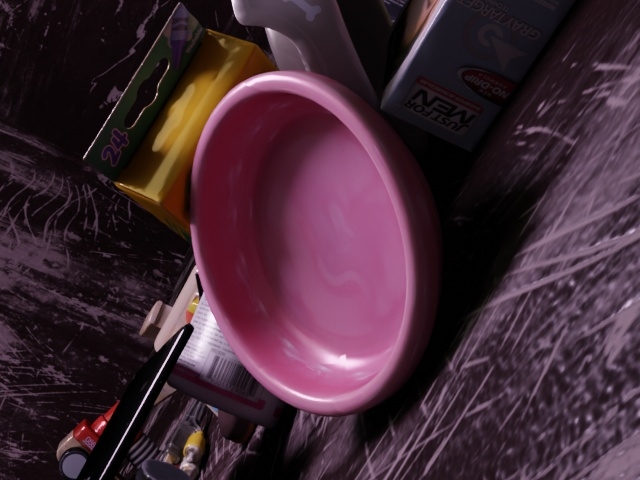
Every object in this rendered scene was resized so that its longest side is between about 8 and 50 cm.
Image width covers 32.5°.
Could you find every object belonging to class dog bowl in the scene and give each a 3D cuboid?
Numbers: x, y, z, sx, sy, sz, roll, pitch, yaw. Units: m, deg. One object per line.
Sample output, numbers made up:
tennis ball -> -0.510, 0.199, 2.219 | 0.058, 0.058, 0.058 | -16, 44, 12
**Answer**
dog bowl -> 0.021, -0.211, 1.259 | 0.102, 0.349, 0.349 | -22, 27, 16

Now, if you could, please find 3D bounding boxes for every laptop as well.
laptop -> -0.197, 0.362, 1.352 | 0.408, 0.236, 0.382 | -63, 9, -21

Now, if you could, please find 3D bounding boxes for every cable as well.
cable -> -0.222, 0.346, 1.945 | 0.139, 0.072, 0.287 | -59, 2, 28

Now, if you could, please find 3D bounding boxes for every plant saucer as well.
plant saucer -> 0.000, 0.000, 1.061 | 0.084, 0.332, 0.332 | -16, -29, -41

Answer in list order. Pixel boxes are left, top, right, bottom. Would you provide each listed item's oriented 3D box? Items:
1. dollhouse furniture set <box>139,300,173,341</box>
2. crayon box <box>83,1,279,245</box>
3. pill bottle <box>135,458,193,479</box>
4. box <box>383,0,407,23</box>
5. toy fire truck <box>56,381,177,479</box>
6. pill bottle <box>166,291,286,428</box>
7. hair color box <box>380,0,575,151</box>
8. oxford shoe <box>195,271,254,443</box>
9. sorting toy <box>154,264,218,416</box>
dollhouse furniture set -> -0.192, 0.042, 2.110 | 0.303, 0.173, 0.356 | -42, 26, 65
crayon box -> -0.099, -0.091, 1.250 | 0.203, 0.083, 0.323 | -61, -35, -9
pill bottle -> -0.288, 0.468, 1.759 | 0.219, 0.122, 0.123 | -64, 10, 8
box -> 0.096, -0.383, 1.808 | 0.153, 0.108, 0.207 | -162, 96, -80
toy fire truck -> -0.324, 0.372, 1.995 | 0.246, 0.217, 0.158 | -45, 8, -7
pill bottle -> -0.077, 0.090, 1.453 | 0.283, 0.160, 0.160 | -67, 10, -8
hair color box -> 0.196, -0.293, 1.085 | 0.185, 0.113, 0.374 | -79, 16, -52
oxford shoe -> -0.142, 0.162, 1.572 | 0.097, 0.098, 0.272 | 11, 105, 55
sorting toy -> -0.168, 0.171, 1.692 | 0.038, 0.208, 0.193 | -21, -29, -48
